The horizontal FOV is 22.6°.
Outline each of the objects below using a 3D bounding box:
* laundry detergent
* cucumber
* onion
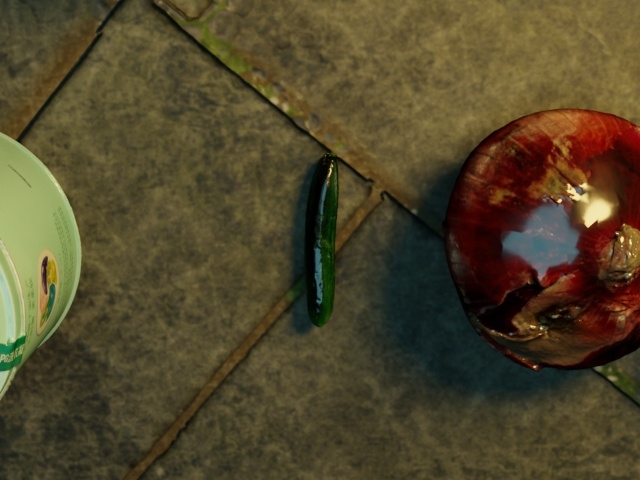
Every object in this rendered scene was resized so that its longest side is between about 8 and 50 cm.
[{"bbox_3d":[-0.408,0.045,1.565,0.287,0.305,0.287,1,105,5],"label":"laundry detergent"},{"bbox_3d":[0.000,0.000,1.659,0.036,0.033,0.184,7,104,25],"label":"cucumber"},{"bbox_3d":[0.255,0.012,1.558,0.272,0.195,0.272,-2,105,-9],"label":"onion"}]
